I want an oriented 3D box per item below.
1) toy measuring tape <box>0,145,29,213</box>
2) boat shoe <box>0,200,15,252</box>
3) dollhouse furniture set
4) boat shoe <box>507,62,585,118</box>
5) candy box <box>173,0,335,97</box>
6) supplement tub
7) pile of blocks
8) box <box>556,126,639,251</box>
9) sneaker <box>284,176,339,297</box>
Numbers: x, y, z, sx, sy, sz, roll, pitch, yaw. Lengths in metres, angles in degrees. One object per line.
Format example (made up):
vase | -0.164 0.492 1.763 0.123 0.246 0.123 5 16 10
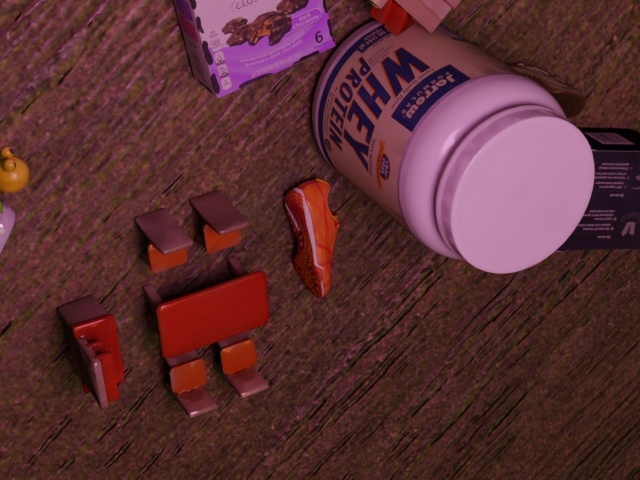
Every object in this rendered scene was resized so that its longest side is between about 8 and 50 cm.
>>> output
toy measuring tape | -0.480 -0.067 1.727 0.330 0.121 0.121 -7 120 -19
boat shoe | -0.433 0.049 1.849 0.075 0.083 0.226 22 92 -26
dollhouse furniture set | -0.182 0.108 1.987 0.259 0.135 0.262 -19 124 -21
boat shoe | 0.290 -0.208 2.161 0.153 0.048 0.056 11 122 -28
candy box | -0.086 -0.291 1.862 0.165 0.070 0.196 -26 126 -17
supplement tub | 0.158 -0.119 1.942 0.235 0.325 0.235 -14 122 -24
pile of blocks | 0.032 -0.332 1.838 0.113 0.149 0.362 -51 151 4
box | 0.388 -0.073 2.258 0.156 0.093 0.158 -1 115 -31
sneaker | 0.000 0.000 2.086 0.067 0.064 0.175 -26 130 -29
